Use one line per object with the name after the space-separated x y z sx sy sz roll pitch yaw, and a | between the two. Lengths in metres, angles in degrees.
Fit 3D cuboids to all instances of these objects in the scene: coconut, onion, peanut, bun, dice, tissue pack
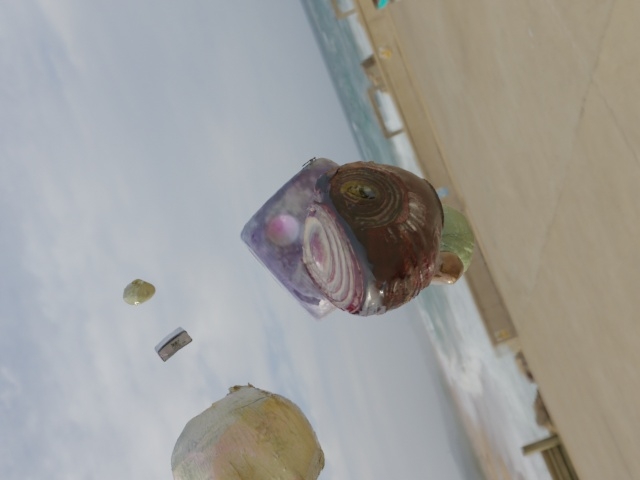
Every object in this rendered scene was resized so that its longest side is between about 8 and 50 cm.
-0.146 0.424 1.448 0.254 0.297 0.297 50 -175 2 | coconut
0.099 0.003 1.183 0.207 0.206 0.216 54 153 29 | onion
0.239 0.058 1.555 0.152 0.076 0.076 5 122 59 | peanut
0.264 0.011 1.748 0.195 0.118 0.195 12 104 55 | bun
-0.475 0.131 1.933 0.086 0.086 0.055 -97 -8 -69 | bun
0.000 0.000 1.654 0.271 0.270 0.270 47 173 3 | dice
-0.466 0.326 2.342 0.051 0.112 0.156 53 166 -8 | tissue pack
